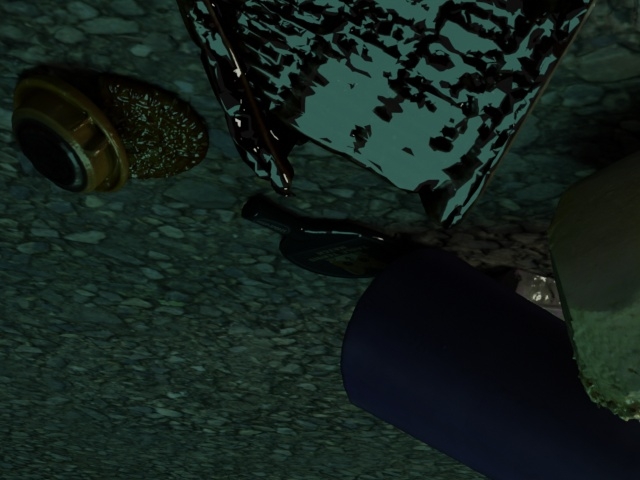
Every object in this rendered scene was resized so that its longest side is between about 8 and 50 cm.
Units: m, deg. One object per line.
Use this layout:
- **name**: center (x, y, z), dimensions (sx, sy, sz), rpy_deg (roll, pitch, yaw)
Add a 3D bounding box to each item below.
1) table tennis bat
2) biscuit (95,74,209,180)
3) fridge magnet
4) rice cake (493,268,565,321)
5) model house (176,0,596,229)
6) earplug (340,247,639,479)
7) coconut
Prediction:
- **table tennis bat**: center (0.000, 0.000, 1.567), dimensions (0.150, 0.027, 0.236), rpy_deg (-14, 152, 41)
- **biscuit**: center (-0.177, -0.105, 1.364), dimensions (0.126, 0.025, 0.206), rpy_deg (9, 157, -5)
- **fridge magnet**: center (-0.249, -0.100, 1.306), dimensions (0.143, 0.063, 0.143), rpy_deg (28, 147, 20)
- **rice cake**: center (0.339, 0.098, 1.664), dimensions (0.297, 0.050, 0.106), rpy_deg (15, 155, -18)
- **model house**: center (0.019, -0.187, 0.939), dimensions (0.282, 0.297, 0.317), rpy_deg (23, -164, -7)
- **earplug**: center (0.245, 0.186, 1.440), dimensions (0.456, 0.215, 0.215), rpy_deg (29, 175, 40)
- **coconut**: center (0.379, 0.031, 1.202), dimensions (0.297, 0.298, 0.309), rpy_deg (17, 158, -23)
